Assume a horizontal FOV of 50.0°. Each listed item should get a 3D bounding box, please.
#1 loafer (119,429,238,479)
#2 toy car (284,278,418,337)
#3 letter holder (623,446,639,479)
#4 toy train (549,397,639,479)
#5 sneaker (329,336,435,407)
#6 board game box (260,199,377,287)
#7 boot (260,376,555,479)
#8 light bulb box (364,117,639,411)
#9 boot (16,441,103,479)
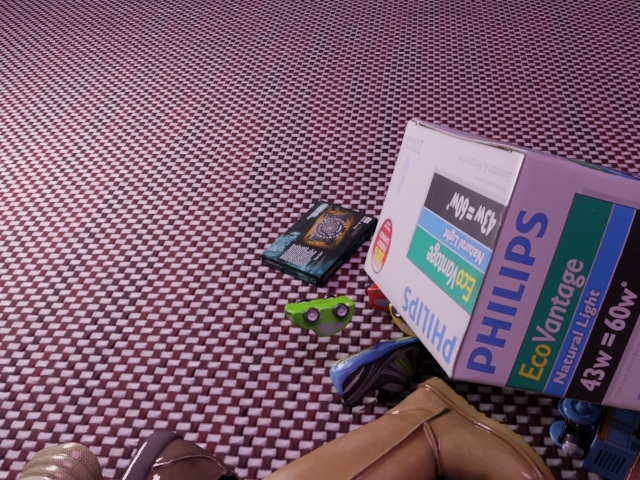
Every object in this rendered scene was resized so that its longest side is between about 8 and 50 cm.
[{"bbox_3d":[-0.181,0.353,0.701,0.130,0.133,0.365,5,40,13],"label":"loafer"},{"bbox_3d":[0.060,0.103,0.988,0.225,0.053,0.239,-7,11,-15],"label":"toy car"},{"bbox_3d":[0.443,0.292,0.700,0.215,0.152,0.302,-3,29,47],"label":"letter holder"},{"bbox_3d":[0.362,0.212,0.870,0.105,0.080,0.184,23,42,18],"label":"toy train"},{"bbox_3d":[0.098,0.180,0.952,0.188,0.078,0.067,-15,-4,-32],"label":"sneaker"},{"bbox_3d":[0.000,0.000,1.210,0.126,0.026,0.186,20,45,29],"label":"board game box"},{"bbox_3d":[0.096,0.294,0.792,0.270,0.089,0.236,-26,33,-24],"label":"boot"},{"bbox_3d":[0.285,0.018,0.803,0.361,0.225,0.358,12,12,-13],"label":"light bulb box"},{"bbox_3d":[-0.316,0.326,0.681,0.095,0.262,0.203,33,40,-4],"label":"boot"}]
